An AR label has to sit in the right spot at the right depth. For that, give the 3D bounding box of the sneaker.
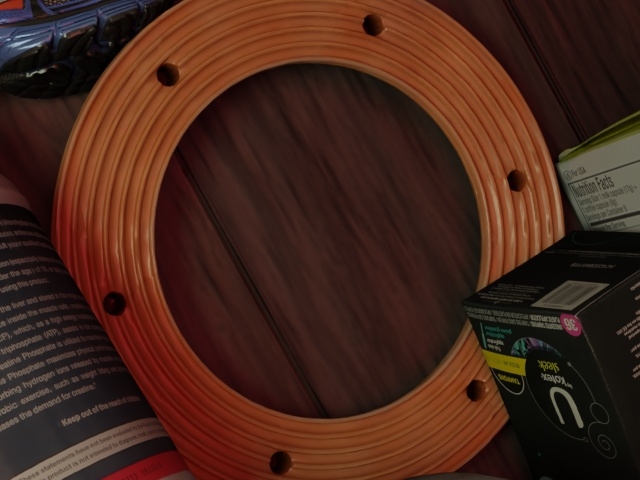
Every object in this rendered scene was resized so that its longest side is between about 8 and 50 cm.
[{"bbox_3d":[-0.189,-0.130,0.810,0.221,0.083,0.087,-17,76,-21],"label":"sneaker"}]

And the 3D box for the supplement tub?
[{"bbox_3d":[-0.201,0.081,0.708,0.191,0.191,0.272,-30,79,-15],"label":"supplement tub"}]

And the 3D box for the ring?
[{"bbox_3d":[0.000,0.000,0.853,0.336,0.032,0.337,2,86,-23],"label":"ring"}]

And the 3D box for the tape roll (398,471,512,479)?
[{"bbox_3d":[0.084,0.308,0.681,0.072,0.392,0.392,-11,87,-41],"label":"tape roll"}]

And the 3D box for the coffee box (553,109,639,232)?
[{"bbox_3d":[0.409,-0.004,0.816,0.337,0.338,0.334,-28,91,-16],"label":"coffee box"}]

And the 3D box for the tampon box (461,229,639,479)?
[{"bbox_3d":[0.182,0.088,0.841,0.101,0.120,0.161,-30,104,-24],"label":"tampon box"}]
